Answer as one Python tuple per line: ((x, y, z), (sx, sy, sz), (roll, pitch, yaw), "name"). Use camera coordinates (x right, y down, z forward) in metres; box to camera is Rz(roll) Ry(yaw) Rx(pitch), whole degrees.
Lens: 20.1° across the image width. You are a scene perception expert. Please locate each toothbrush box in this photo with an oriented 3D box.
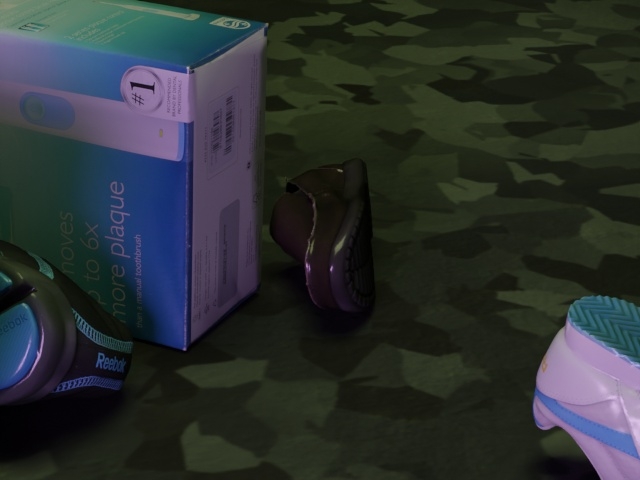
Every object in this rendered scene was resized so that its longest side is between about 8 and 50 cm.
((-0.197, -0.068, 1.336), (0.296, 0.216, 0.126), (14, 26, 22), "toothbrush box")

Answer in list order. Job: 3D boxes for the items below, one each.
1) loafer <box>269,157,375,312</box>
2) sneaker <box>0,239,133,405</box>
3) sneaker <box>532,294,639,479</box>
((0.000, 0.000, 1.393), (0.078, 0.080, 0.220), (-6, 18, 4), "loafer")
((-0.280, 0.037, 1.234), (0.341, 0.125, 0.140), (25, 3, 31), "sneaker")
((0.233, 0.130, 1.096), (0.229, 0.092, 0.087), (37, 34, 22), "sneaker")
